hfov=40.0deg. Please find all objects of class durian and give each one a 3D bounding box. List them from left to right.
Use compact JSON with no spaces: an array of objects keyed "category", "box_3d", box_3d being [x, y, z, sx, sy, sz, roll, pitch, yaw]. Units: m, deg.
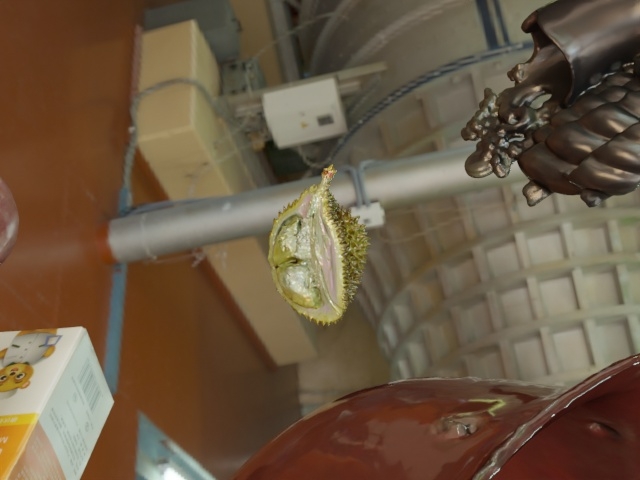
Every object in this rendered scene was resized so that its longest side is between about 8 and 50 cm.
[{"category":"durian","box_3d":[0.000,0.000,1.163,0.102,0.146,0.208,-14,113,-53]}]

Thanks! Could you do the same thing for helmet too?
[{"category":"helmet","box_3d":[0.037,0.213,0.479,0.338,0.230,0.384,4,98,-45]}]

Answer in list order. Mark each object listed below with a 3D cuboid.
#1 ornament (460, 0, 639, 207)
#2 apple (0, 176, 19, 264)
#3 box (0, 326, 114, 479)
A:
[{"category":"ornament","box_3d":[0.226,-0.117,0.700,0.106,0.260,0.251,43,20,-34]},{"category":"apple","box_3d":[-0.396,-0.023,0.932,0.120,0.153,0.153,-68,148,-52]},{"category":"box","box_3d":[-0.423,0.268,1.082,0.341,0.225,0.143,-78,159,-57]}]
